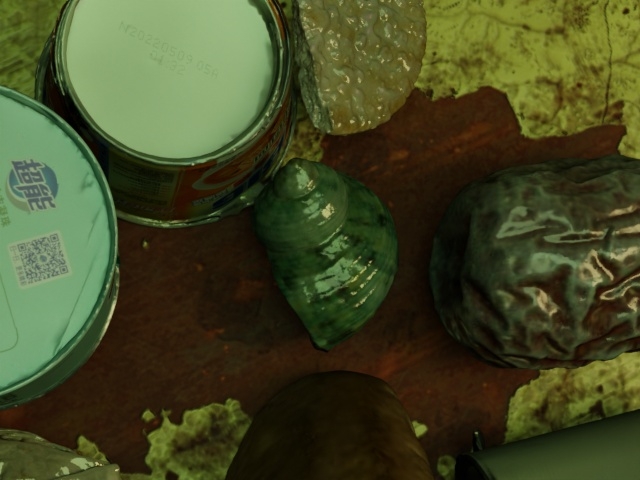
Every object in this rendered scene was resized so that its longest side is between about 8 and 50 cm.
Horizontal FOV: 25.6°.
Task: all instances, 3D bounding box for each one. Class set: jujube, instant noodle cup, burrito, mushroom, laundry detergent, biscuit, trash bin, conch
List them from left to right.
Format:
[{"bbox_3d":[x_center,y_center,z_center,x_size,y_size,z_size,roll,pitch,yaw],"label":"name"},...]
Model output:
[{"bbox_3d":[-0.379,0.238,1.421,0.392,0.076,0.117,9,80,-6],"label":"burrito"},{"bbox_3d":[-0.336,0.020,1.341,0.287,0.305,0.287,1,82,-8],"label":"laundry detergent"},{"bbox_3d":[-0.155,-0.168,1.439,0.296,0.214,0.296,1,82,-7],"label":"instant noodle cup"},{"bbox_3d":[0.003,0.002,1.477,0.188,0.122,0.176,50,50,-11],"label":"conch"},{"bbox_3d":[0.008,0.310,1.364,0.224,0.313,0.397,7,76,-10],"label":"mushroom"},{"bbox_3d":[0.037,-0.230,1.525,0.188,0.040,0.265,36,60,-26],"label":"biscuit"},{"bbox_3d":[0.278,0.022,1.479,0.317,0.226,0.226,-5,83,-14],"label":"jujube"},{"bbox_3d":[0.294,0.290,1.433,0.262,0.217,0.277,-14,47,-10],"label":"trash bin"}]
